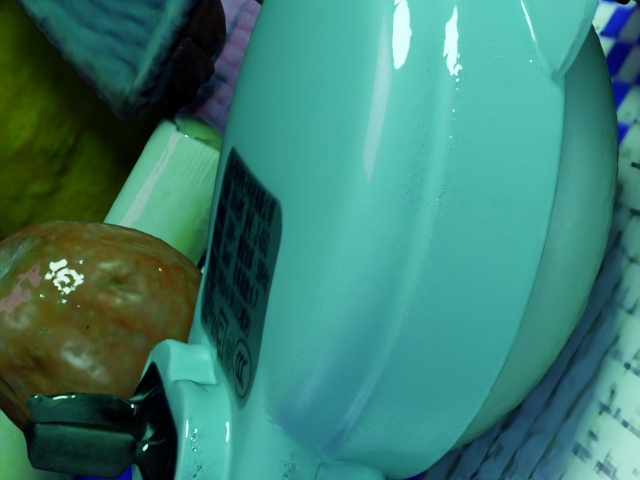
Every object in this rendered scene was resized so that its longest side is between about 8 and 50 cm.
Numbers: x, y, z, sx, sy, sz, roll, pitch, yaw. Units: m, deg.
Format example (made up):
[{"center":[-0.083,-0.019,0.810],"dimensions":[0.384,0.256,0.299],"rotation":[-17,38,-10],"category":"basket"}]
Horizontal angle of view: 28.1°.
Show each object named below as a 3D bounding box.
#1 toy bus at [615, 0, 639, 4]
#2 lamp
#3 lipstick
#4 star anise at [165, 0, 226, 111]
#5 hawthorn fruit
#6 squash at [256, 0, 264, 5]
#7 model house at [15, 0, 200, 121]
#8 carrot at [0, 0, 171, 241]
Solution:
[{"center":[0.130,-0.108,0.417],"dimensions":[0.087,0.089,0.194],"rotation":[-56,22,16],"category":"toy bus"},{"center":[0.011,0.004,0.470],"dimensions":[0.284,0.147,0.209],"rotation":[-56,19,7],"category":"lamp"},{"center":[-0.147,0.054,0.890],"dimensions":[0.304,0.076,0.076],"rotation":[-60,20,5],"category":"lipstick"},{"center":[-0.170,-0.125,1.157],"dimensions":[0.262,0.081,0.230],"rotation":[-43,33,16],"category":"star anise"},{"center":[-0.147,0.040,0.775],"dimensions":[0.149,0.189,0.149],"rotation":[-28,16,9],"category":"hawthorn fruit"},{"center":[-0.019,-0.208,0.920],"dimensions":[0.094,0.094,0.224],"rotation":[-60,14,4],"category":"squash"},{"center":[-0.132,-0.253,0.880],"dimensions":[0.248,0.230,0.280],"rotation":[88,-162,-49],"category":"model house"},{"center":[-0.250,-0.088,0.992],"dimensions":[0.241,0.340,0.241],"rotation":[-20,46,23],"category":"carrot"}]
